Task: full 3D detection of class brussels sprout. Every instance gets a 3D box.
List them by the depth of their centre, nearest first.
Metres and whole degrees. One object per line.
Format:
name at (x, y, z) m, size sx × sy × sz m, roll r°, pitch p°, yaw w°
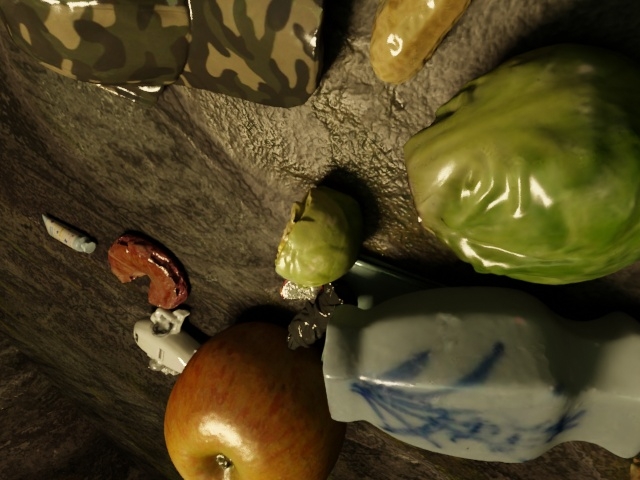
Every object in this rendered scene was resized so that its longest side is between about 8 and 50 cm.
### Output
brussels sprout at (0.210, -0.065, 0.419) m, size 0.244 × 0.244 × 0.244 m, roll 17°, pitch 134°, yaw 19°
brussels sprout at (0.003, 0.003, 0.643) m, size 0.122 × 0.149 × 0.152 m, roll 19°, pitch 149°, yaw -3°

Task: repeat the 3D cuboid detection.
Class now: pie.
pie at (-0.420, 0.077, 1.028) m, size 0.218 × 0.054 × 0.204 m, roll 32°, pitch 137°, yaw 3°

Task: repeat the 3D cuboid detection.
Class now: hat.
hat at (-0.194, -0.278, 0.488) m, size 0.381 × 0.257 × 0.366 m, roll 35°, pitch 143°, yaw 29°

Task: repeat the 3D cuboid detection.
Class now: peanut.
peanut at (0.103, -0.238, 0.422) m, size 0.080 × 0.080 × 0.174 m, roll 36°, pitch 133°, yaw -1°

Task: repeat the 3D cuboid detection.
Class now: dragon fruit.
dragon fruit at (-0.030, 0.076, 0.788) m, size 0.083 × 0.056 × 0.060 m, roll -1°, pitch 104°, yaw 14°

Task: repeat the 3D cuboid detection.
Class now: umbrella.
umbrella at (-0.008, 0.146, 0.761) m, size 0.066 × 0.059 × 0.236 m, roll 63°, pitch 142°, yaw 24°

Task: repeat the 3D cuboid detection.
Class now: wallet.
wallet at (0.136, 0.166, 0.766) m, size 0.251 × 0.054 × 0.291 m, roll 19°, pitch 128°, yaw 10°

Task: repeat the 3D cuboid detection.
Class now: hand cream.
hand cream at (-0.662, -0.014, 1.109) m, size 0.170 × 0.043 × 0.065 m, roll 24°, pitch 130°, yaw 18°

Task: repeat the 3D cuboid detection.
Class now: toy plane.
toy plane at (-0.391, 0.282, 1.142) m, size 0.252 × 0.118 × 0.252 m, roll 11°, pitch 120°, yaw 19°

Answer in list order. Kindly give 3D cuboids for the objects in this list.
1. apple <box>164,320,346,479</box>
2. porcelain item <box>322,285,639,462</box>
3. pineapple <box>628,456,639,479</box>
apple at (-0.140, 0.387, 0.921) m, size 0.400 × 0.334 × 0.401 m, roll 17°, pitch 137°, yaw 17°
porcelain item at (0.215, 0.184, 0.601) m, size 0.404 × 0.179 × 0.243 m, roll 2°, pitch 129°, yaw 13°
pineapple at (0.462, 0.184, 0.429) m, size 0.169 × 0.340 × 0.169 m, roll 39°, pitch 171°, yaw 7°
